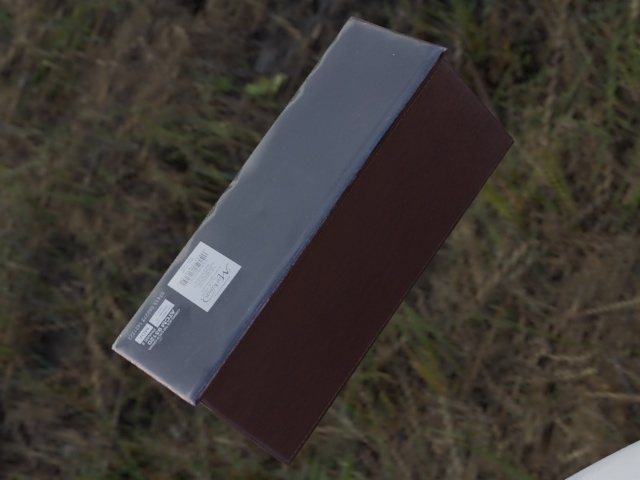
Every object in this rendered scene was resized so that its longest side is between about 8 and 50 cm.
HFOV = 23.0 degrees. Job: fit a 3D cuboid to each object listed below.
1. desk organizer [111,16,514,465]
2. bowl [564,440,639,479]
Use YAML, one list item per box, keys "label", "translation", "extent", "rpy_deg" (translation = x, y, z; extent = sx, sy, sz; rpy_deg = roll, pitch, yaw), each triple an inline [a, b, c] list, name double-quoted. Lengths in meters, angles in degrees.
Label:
- label: "desk organizer"
  translation: [0.000, 0.000, 0.493]
  extent: [0.047, 0.050, 0.130]
  rpy_deg: [27, 78, 47]
- label: "bowl"
  translation: [0.105, 0.107, 0.362]
  extent: [0.142, 0.142, 0.053]
  rpy_deg: [-43, 26, 49]
